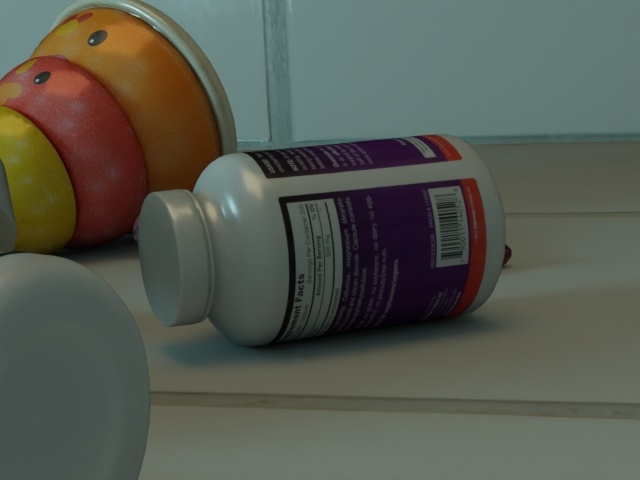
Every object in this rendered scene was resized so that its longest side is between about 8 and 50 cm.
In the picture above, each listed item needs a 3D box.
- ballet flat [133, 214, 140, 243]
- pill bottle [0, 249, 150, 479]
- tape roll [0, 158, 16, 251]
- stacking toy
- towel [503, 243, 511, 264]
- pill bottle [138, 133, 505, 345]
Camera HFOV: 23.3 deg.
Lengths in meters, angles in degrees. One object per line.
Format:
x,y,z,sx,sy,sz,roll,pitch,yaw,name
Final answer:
-0.136,-0.009,1.938,0.221,0.077,0.079,3,13,11,ballet flat
-0.285,0.094,0.940,0.334,0.188,0.188,3,10,31,pill bottle
-0.475,-0.003,1.422,0.392,0.072,0.392,-14,-20,-5,tape roll
-0.371,-0.089,2.015,0.350,0.350,0.480,4,28,39,stacking toy
0.034,-0.021,1.848,0.237,0.037,0.329,-8,23,-34,towel
0.000,0.000,1.470,0.323,0.181,0.181,-7,10,-23,pill bottle
